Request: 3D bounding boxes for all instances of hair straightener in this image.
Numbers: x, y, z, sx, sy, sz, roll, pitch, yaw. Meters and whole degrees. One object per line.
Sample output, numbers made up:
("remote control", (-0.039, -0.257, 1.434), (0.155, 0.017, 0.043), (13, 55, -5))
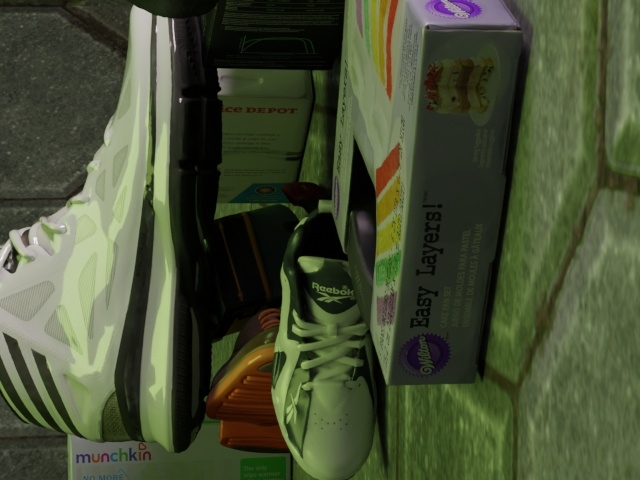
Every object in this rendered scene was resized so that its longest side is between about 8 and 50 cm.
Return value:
("hair straightener", (0.000, 0.000, 1.552), (0.230, 0.047, 0.089), (-146, 55, -73))

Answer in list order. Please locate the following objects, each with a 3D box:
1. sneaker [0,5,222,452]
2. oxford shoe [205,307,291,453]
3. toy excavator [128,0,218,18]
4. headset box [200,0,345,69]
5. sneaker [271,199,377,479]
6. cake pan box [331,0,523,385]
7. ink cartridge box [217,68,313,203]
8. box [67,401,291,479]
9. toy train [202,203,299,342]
("sneaker", (-0.237, -0.023, 1.550), (0.169, 0.257, 0.448), (-14, -73, -80))
("oxford shoe", (-0.051, 0.122, 1.603), (0.364, 0.129, 0.133), (118, 155, -71))
("toy excavator", (-0.062, -0.458, 1.191), (0.445, 0.432, 0.222), (57, 162, 13))
("headset box", (-0.037, -0.324, 1.438), (0.283, 0.131, 0.246), (112, 155, -67))
("sneaker", (0.007, 0.073, 1.327), (0.153, 0.094, 0.235), (91, -175, -71))
("cake pan box", (0.063, -0.068, 1.077), (0.246, 0.070, 0.267), (-103, 14, -58))
("ink cartridge box", (-0.095, -0.129, 1.752), (0.203, 0.148, 0.086), (105, 163, -56))
("box", (-0.170, 0.315, 1.917), (0.127, 0.261, 0.231), (-141, 51, -77))
("toy train", (-0.118, 0.051, 1.790), (0.334, 0.190, 0.142), (121, 134, -76))
